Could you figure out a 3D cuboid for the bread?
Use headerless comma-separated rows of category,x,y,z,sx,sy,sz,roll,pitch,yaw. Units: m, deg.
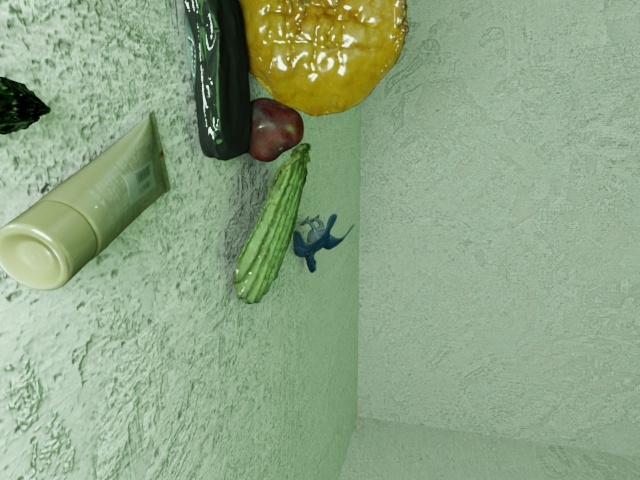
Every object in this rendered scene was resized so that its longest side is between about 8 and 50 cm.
bread,0.009,-0.478,0.992,0.215,0.397,0.399,-69,159,-76

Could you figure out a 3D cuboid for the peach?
peach,-0.121,-0.256,1.056,0.152,0.151,0.152,3,90,-76

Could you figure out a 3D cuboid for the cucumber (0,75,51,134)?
cucumber,-0.340,-0.102,0.347,0.300,0.072,0.072,-52,143,-66

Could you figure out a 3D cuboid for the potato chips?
potato chips,-0.114,-0.041,1.151,0.358,0.069,0.430,89,20,-78

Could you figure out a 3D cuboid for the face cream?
face cream,-0.278,-0.064,0.604,0.341,0.084,0.138,-79,168,-59

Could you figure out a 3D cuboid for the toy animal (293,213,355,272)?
toy animal,0.000,0.000,1.548,0.255,0.239,0.177,-35,-106,56

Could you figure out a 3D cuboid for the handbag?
handbag,-0.192,-0.328,0.872,0.192,0.074,0.333,-53,142,-66
